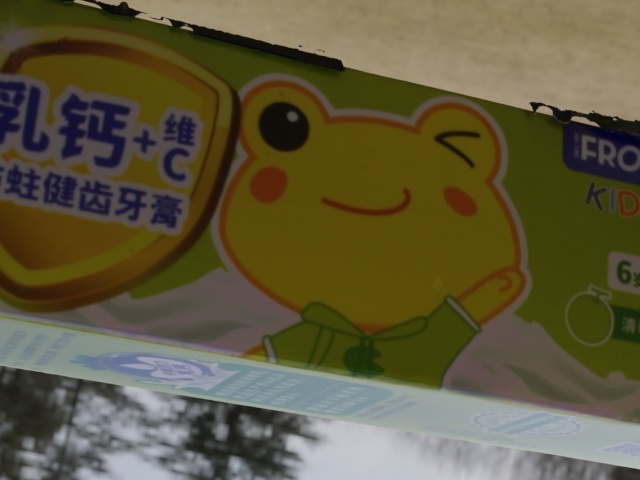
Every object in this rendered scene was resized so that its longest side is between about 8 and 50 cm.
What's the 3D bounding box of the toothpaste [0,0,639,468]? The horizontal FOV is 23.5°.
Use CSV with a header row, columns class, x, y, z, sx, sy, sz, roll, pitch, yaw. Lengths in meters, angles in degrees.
class,x,y,z,sx,sy,sz,roll,pitch,yaw
toothpaste,0.000,0.000,0.528,0.327,0.110,0.077,11,163,-17
